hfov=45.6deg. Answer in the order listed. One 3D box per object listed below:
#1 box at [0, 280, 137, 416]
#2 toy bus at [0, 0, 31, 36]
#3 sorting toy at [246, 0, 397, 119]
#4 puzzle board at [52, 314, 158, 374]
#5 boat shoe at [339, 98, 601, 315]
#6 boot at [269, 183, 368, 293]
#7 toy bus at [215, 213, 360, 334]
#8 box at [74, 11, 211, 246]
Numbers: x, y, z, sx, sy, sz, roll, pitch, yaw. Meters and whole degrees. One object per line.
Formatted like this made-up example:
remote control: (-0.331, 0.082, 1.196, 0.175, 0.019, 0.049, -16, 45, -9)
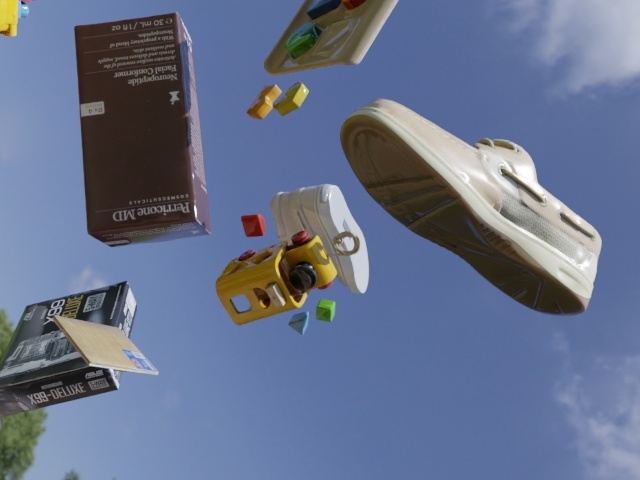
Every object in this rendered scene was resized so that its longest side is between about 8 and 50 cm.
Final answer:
box: (-0.528, 0.218, 1.598, 0.307, 0.243, 0.076, -99, 176, -62)
toy bus: (-0.581, -0.403, 1.232, 0.220, 0.211, 0.149, 19, -68, 30)
sorting toy: (-0.003, -0.334, 1.266, 0.229, 0.307, 0.041, 10, -26, 49)
puzzle board: (-0.271, 0.133, 0.955, 0.128, 0.096, 0.011, 32, -82, 47)
boat shoe: (0.149, -0.043, 0.708, 0.302, 0.098, 0.109, 35, -21, -20)
boot: (0.000, 0.000, 1.365, 0.124, 0.095, 0.258, -2, -45, 23)
toy bus: (-0.061, 0.063, 1.184, 0.191, 0.104, 0.202, 22, -59, 4)
box: (-0.314, -0.192, 1.345, 0.143, 0.191, 0.381, 77, 5, -81)
